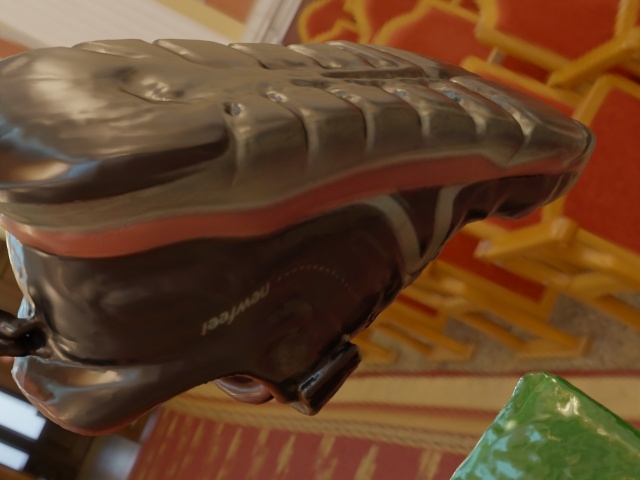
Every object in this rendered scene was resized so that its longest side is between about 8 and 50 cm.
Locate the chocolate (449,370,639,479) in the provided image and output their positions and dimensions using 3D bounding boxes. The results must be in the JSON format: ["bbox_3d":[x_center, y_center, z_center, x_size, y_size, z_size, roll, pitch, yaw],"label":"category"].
[{"bbox_3d":[0.144,0.326,0.730,0.161,0.360,0.341,18,58,43],"label":"chocolate"}]

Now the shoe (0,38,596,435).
[{"bbox_3d":[0.000,0.000,0.443,0.114,0.291,0.137,30,118,38],"label":"shoe"}]
